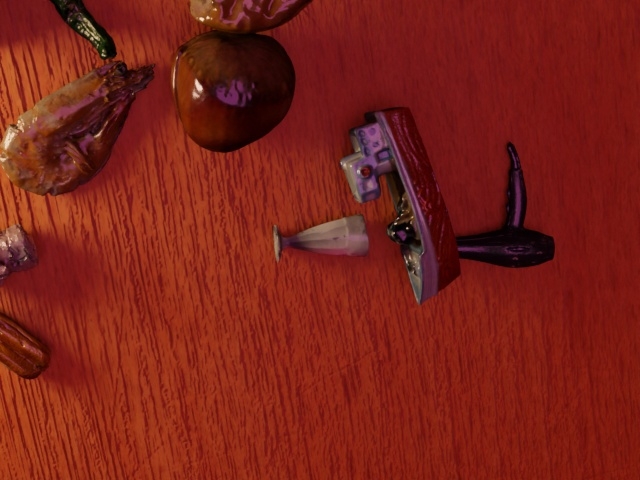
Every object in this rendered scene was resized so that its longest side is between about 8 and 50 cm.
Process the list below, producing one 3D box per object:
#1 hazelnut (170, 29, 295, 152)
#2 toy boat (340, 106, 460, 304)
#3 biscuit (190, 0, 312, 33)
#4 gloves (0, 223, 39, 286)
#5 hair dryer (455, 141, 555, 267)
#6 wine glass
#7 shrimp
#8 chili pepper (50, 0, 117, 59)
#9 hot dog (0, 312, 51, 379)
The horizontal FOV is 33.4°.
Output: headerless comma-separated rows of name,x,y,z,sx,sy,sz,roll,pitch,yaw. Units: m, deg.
hazelnut,-0.141,-0.225,1.674,0.208,0.208,0.208,-2,102,-10
toy boat,0.130,-0.054,1.770,0.133,0.145,0.332,-22,99,-5
biscuit,-0.088,-0.444,1.603,0.213,0.091,0.274,9,101,-16
gloves,-0.523,0.031,1.697,0.144,0.094,0.110,-40,118,-9
hair dryer,0.313,-0.062,1.859,0.195,0.075,0.219,2,91,-2
wine glass,0.000,0.000,1.799,0.155,0.073,0.073,-7,103,-7
shrimp,-0.374,-0.185,1.696,0.294,0.062,0.154,-38,118,2
chili pepper,-0.377,-0.354,1.648,0.050,0.073,0.182,-41,101,-24
hot dog,-0.515,0.166,1.747,0.165,0.045,0.071,39,91,-16
